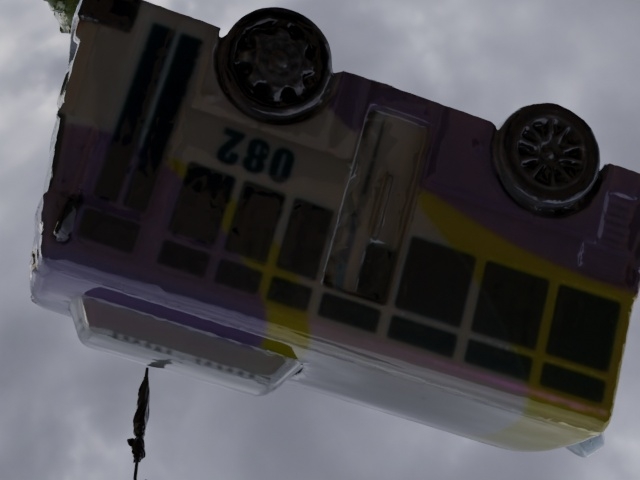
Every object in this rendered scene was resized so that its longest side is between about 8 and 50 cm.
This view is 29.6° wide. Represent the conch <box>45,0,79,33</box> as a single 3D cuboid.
[{"bbox_3d":[-0.211,-0.232,1.113,0.074,0.089,0.121,3,-172,44],"label":"conch"}]

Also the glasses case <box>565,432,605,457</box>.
[{"bbox_3d":[0.202,0.135,1.058,0.045,0.067,0.178,-32,-168,0],"label":"glasses case"}]

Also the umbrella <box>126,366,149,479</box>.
[{"bbox_3d":[-0.150,0.153,1.012,0.013,0.022,0.122,-26,-135,22],"label":"umbrella"}]

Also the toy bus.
[{"bbox_3d":[0.000,0.000,0.903,0.440,0.209,0.249,18,-106,-10],"label":"toy bus"}]
